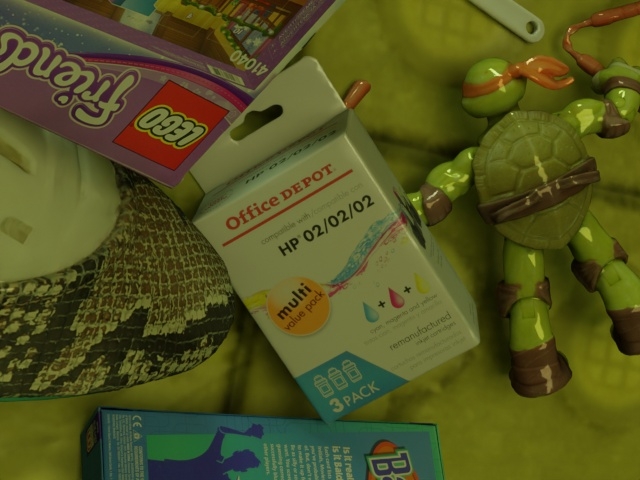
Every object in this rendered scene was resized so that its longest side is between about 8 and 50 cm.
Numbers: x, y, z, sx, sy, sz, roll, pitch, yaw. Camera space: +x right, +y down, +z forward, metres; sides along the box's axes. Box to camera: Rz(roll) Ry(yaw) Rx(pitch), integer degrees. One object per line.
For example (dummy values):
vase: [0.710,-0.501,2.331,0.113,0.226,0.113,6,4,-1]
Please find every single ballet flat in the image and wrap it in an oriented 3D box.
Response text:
ballet flat: [-0.245,-0.028,0.664,0.483,0.182,0.164,6,46,-22]

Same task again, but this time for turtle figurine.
turtle figurine: [0.142,-0.029,0.911,0.269,0.087,0.217,-26,102,-15]

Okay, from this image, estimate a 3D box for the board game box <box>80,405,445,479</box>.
board game box: [-0.025,0.178,0.840,0.210,0.047,0.160,6,59,-21]

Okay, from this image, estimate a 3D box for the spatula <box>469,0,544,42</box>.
spatula: [0.070,-0.234,0.920,0.242,0.019,0.168,31,80,-24]

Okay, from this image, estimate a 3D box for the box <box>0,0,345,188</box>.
box: [-0.102,-0.152,0.560,0.201,0.057,0.293,-46,138,17]

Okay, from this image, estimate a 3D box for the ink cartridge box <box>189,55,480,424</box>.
ink cartridge box: [0.000,0.000,0.852,0.104,0.061,0.181,-30,104,13]
